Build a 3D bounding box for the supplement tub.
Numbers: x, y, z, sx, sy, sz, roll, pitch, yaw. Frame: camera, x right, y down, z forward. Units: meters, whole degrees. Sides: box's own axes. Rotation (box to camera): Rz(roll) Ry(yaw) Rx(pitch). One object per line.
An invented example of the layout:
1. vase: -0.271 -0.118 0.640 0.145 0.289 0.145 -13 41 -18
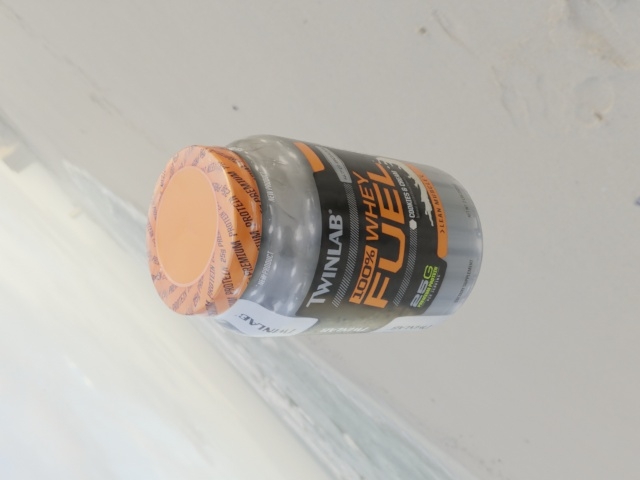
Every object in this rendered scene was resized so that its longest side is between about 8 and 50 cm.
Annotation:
1. supplement tub: 0.000 0.000 0.734 0.316 0.193 0.193 3 -157 -41
